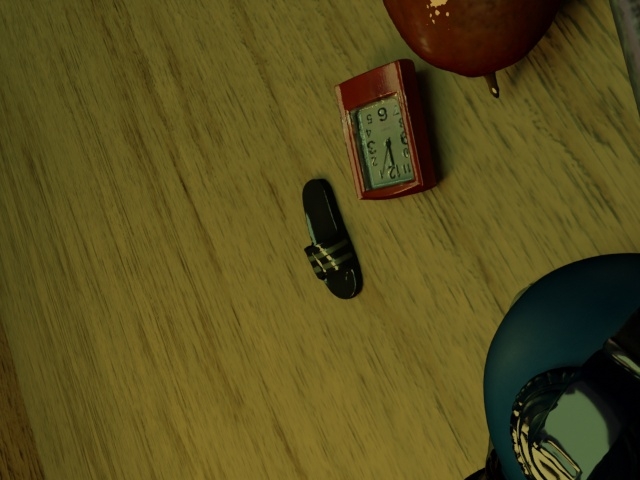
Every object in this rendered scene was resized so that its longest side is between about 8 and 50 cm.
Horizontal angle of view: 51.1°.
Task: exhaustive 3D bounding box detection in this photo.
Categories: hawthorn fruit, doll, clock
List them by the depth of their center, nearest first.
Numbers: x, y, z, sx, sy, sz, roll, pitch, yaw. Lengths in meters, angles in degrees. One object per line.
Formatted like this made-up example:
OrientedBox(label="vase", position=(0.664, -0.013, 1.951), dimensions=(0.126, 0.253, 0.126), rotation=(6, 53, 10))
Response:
OrientedBox(label="doll", position=(0.221, 0.154, 0.488), dimensions=(0.240, 0.284, 0.310), rotation=(41, 120, 36))
OrientedBox(label="hawthorn fruit", position=(0.155, -0.244, 0.655), dimensions=(0.196, 0.196, 0.226), rotation=(19, 134, 45))
OrientedBox(label="clock", position=(0.085, -0.129, 0.817), dimensions=(0.113, 0.061, 0.155), rotation=(-8, 93, 48))

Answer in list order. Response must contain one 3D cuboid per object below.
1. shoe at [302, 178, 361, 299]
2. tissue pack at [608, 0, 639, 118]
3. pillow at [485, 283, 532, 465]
OrientedBox(label="shoe", position=(0.000, 0.000, 0.935), dimensions=(0.071, 0.049, 0.179), rotation=(-28, 75, 47))
OrientedBox(label="tissue pack", position=(0.275, -0.177, 0.449), dimensions=(0.122, 0.259, 0.362), rotation=(-14, 83, 45))
OrientedBox(label="pillow", position=(0.212, 0.182, 0.680), dimensions=(0.144, 0.078, 0.254), rotation=(-94, 6, -78))
